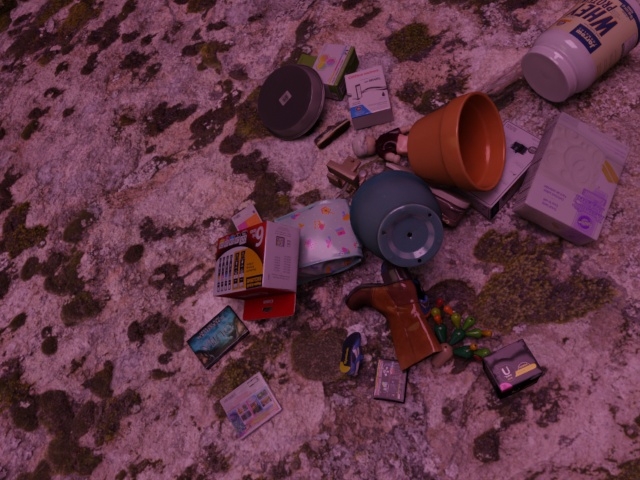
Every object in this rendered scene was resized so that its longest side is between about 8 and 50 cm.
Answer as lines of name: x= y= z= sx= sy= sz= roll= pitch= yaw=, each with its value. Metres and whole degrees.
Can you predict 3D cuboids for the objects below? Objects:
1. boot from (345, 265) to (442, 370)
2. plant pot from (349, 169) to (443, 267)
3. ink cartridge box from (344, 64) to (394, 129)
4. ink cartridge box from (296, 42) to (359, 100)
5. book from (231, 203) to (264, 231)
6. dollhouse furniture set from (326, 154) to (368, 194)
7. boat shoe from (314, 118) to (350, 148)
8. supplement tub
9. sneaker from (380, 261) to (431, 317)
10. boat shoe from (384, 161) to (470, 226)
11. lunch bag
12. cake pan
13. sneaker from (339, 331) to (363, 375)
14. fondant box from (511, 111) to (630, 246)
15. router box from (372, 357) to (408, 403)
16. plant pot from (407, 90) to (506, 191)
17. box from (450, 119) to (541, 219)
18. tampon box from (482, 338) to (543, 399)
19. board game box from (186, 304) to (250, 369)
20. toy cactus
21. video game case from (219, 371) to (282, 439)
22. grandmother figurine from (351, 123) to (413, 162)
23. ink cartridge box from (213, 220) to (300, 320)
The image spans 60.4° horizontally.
boot: x=0.211 y=0.248 z=1.639 sx=0.264 sy=0.096 sz=0.280 roll=-31 pitch=70 yaw=33
plant pot: x=0.236 y=-0.047 z=1.591 sx=0.272 sy=0.271 sz=0.255 roll=-26 pitch=19 yaw=4
ink cartridge box: x=0.177 y=-0.525 z=2.018 sx=0.148 sy=0.086 sz=0.202 roll=-13 pitch=65 yaw=11
ink cartridge box: x=-0.007 y=-0.662 z=2.127 sx=0.256 sy=0.097 sz=0.188 roll=16 pitch=73 yaw=22
book: x=-0.250 y=-0.051 z=1.965 sx=0.096 sy=0.035 sz=0.144 roll=-33 pitch=62 yaw=4
dollhouse furniture set: x=0.105 y=-0.249 z=1.881 sx=0.144 sy=0.151 sz=0.123 roll=32 pitch=79 yaw=24
boat shoe: x=0.041 y=-0.401 z=2.020 sx=0.152 sy=0.056 sz=0.049 roll=-38 pitch=67 yaw=-2
supplement tub: x=0.845 y=-0.629 z=1.784 sx=0.325 sy=0.235 sz=0.235 roll=-41 pitch=62 yaw=-4
sneaker: x=0.267 y=0.135 z=1.688 sx=0.083 sy=0.087 sz=0.221 roll=-28 pitch=58 yaw=-21
boat shoe: x=0.330 y=-0.157 z=1.799 sx=0.324 sy=0.117 sz=0.096 roll=34 pitch=115 yaw=29
lunch bag: x=0.000 y=0.000 z=1.799 sx=0.263 sy=0.160 sz=0.223 roll=-19 pitch=62 yaw=14
cake pan: x=-0.121 y=-0.528 z=2.064 sx=0.294 sy=0.054 sz=0.292 roll=-4 pitch=82 yaw=31
sneaker: x=0.100 y=0.348 z=1.678 sx=0.053 sy=0.059 sz=0.144 roll=-20 pitch=40 yaw=42
fondant box: x=0.750 y=-0.183 z=1.645 sx=0.239 sy=0.096 sz=0.330 roll=27 pitch=76 yaw=-2
router box: x=0.209 y=0.413 z=1.621 sx=0.092 sy=0.038 sz=0.122 roll=4 pitch=68 yaw=17
plant pot: x=0.399 y=-0.284 z=1.658 sx=0.204 sy=0.291 sz=0.290 roll=-2 pitch=64 yaw=43
box: x=0.573 y=-0.229 z=1.771 sx=0.169 sy=0.087 sz=0.290 roll=39 pitch=82 yaw=27
tampon box: x=0.516 y=0.351 z=1.489 sx=0.121 sy=0.161 sz=0.101 roll=-27 pitch=62 yaw=4
board game box: x=-0.340 y=0.321 z=1.829 sx=0.186 sy=0.026 sz=0.126 roll=-42 pitch=62 yaw=-5
toy cactus: x=0.388 y=0.290 z=1.604 sx=0.219 sy=0.112 sz=0.180 roll=40 pitch=101 yaw=24
video game case: x=-0.217 y=0.514 z=1.713 sx=0.157 sy=0.019 sz=0.143 roll=-36 pitch=62 yaw=-2
grandmother figurine: x=0.270 y=-0.328 z=1.901 sx=0.343 sy=0.103 sz=0.207 roll=4 pitch=34 yaw=22
ink cartridge box: x=-0.207 y=0.106 z=1.729 sx=0.310 sy=0.130 sz=0.271 roll=-16 pitch=67 yaw=51
